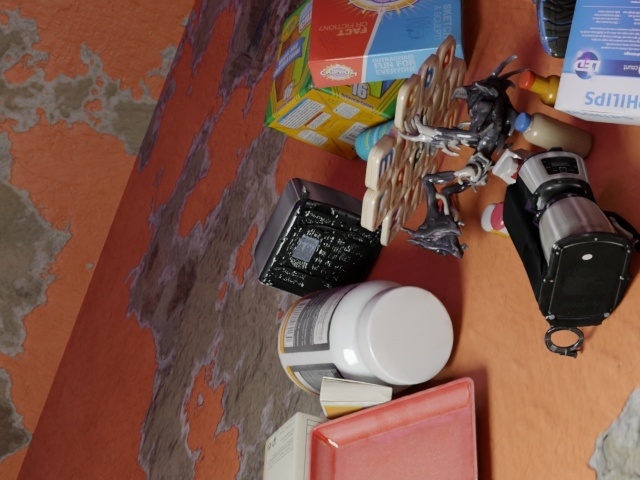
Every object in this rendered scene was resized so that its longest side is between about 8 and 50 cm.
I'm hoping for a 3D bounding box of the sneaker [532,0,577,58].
[{"bbox_3d":[0.321,-0.327,1.816,0.087,0.083,0.221,113,168,-56],"label":"sneaker"}]

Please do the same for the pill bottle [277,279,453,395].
[{"bbox_3d":[0.062,0.140,1.913,0.278,0.162,0.162,-14,60,64],"label":"pill bottle"}]

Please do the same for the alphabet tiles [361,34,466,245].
[{"bbox_3d":[0.133,-0.140,1.915,0.284,0.021,0.278,-49,-27,-42],"label":"alphabet tiles"}]

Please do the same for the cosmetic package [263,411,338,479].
[{"bbox_3d":[0.007,0.404,1.828,0.113,0.160,0.309,-47,31,48],"label":"cosmetic package"}]

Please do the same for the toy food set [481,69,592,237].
[{"bbox_3d":[0.255,-0.095,1.719,0.232,0.104,0.111,-57,25,31],"label":"toy food set"}]

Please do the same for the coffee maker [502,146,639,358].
[{"bbox_3d":[0.273,0.008,1.570,0.171,0.120,0.178,-59,24,29],"label":"coffee maker"}]

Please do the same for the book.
[{"bbox_3d":[0.054,0.230,1.857,0.144,0.096,0.035,78,-162,-65],"label":"book"}]

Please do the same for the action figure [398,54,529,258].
[{"bbox_3d":[0.180,-0.125,1.821,0.141,0.164,0.275,19,85,24],"label":"action figure"}]

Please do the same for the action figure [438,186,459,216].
[{"bbox_3d":[0.180,-0.040,1.960,0.038,0.030,0.115,-49,25,33],"label":"action figure"}]

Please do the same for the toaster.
[{"bbox_3d":[0.000,0.000,2.167,0.185,0.168,0.110,-64,22,19],"label":"toaster"}]

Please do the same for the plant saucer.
[{"bbox_3d":[0.097,0.326,1.715,0.258,0.048,0.259,-22,46,29],"label":"plant saucer"}]

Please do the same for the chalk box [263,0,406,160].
[{"bbox_3d":[0.038,-0.320,2.329,0.180,0.179,0.289,-35,41,55],"label":"chalk box"}]

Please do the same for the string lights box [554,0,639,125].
[{"bbox_3d":[0.363,-0.264,1.539,0.133,0.077,0.259,12,91,44],"label":"string lights box"}]

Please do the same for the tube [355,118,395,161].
[{"bbox_3d":[0.132,-0.168,2.167,0.207,0.052,0.080,-14,69,58],"label":"tube"}]

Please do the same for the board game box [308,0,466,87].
[{"bbox_3d":[0.110,-0.393,2.162,0.064,0.242,0.316,69,-161,-53],"label":"board game box"}]
